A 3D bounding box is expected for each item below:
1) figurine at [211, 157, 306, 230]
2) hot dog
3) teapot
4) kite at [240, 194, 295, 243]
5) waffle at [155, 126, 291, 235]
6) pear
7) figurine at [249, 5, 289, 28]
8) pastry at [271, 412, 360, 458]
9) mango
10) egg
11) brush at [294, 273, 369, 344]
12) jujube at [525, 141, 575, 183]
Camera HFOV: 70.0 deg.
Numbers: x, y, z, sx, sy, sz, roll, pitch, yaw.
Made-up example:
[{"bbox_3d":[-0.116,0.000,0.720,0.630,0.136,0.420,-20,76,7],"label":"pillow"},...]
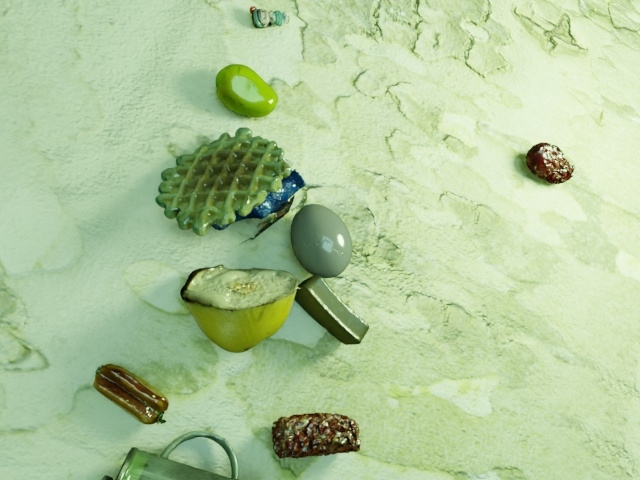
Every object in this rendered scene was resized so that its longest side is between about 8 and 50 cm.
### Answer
[{"bbox_3d":[-0.164,-0.103,1.128,0.263,0.120,0.164,-24,50,-1],"label":"figurine"},{"bbox_3d":[-0.410,0.335,0.999,0.188,0.055,0.072,39,75,-6],"label":"hot dog"},{"bbox_3d":[-0.278,0.529,0.940,0.337,0.200,0.270,21,48,-9],"label":"teapot"},{"bbox_3d":[-0.113,-0.053,1.127,0.010,0.183,0.160,50,27,5],"label":"kite"},{"bbox_3d":[-0.232,-0.147,1.068,0.309,0.056,0.292,-38,50,-13],"label":"waffle"},{"bbox_3d":[-0.180,0.169,1.043,0.267,0.267,0.177,-3,104,-16],"label":"pear"},{"bbox_3d":[-0.142,-0.622,1.270,0.106,0.047,0.059,-11,91,-20],"label":"figurine"},{"bbox_3d":[-0.007,0.453,1.067,0.209,0.115,0.097,3,66,-13],"label":"pastry"},{"bbox_3d":[-0.196,-0.383,1.185,0.163,0.089,0.117,38,72,-6],"label":"mango"},{"bbox_3d":[0.000,0.000,1.134,0.147,0.146,0.198,-20,67,-19],"label":"egg"},{"bbox_3d":[0.024,0.172,1.120,0.197,0.123,0.059,45,68,-5],"label":"brush"},{"bbox_3d":[0.704,-0.231,1.410,0.166,0.104,0.104,37,72,-17],"label":"jujube"}]
